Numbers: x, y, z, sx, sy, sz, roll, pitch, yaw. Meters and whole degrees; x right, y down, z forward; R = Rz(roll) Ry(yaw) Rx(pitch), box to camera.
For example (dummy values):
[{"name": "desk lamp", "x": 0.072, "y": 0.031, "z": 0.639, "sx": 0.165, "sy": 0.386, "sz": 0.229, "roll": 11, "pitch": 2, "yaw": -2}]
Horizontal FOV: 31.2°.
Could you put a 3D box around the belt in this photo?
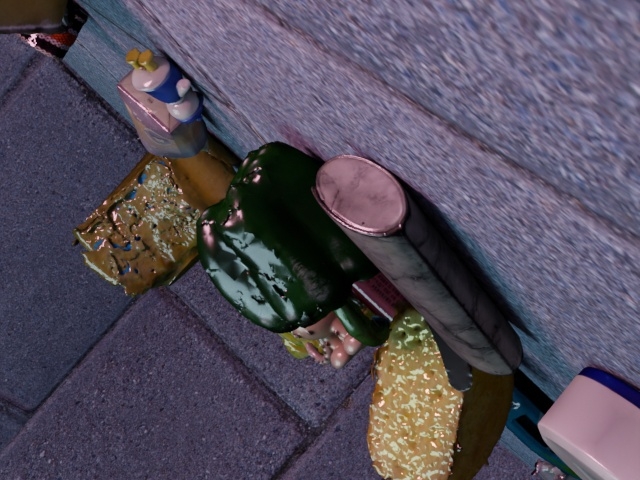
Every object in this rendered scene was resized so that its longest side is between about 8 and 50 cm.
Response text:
[{"name": "belt", "x": -0.484, "y": -0.391, "z": 1.818, "sx": 0.359, "sy": 0.094, "sz": 0.126, "roll": 40, "pitch": 180, "yaw": 38}]

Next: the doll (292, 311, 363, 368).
[{"name": "doll", "x": -0.042, "y": 0.057, "z": 1.587, "sx": 0.278, "sy": 0.119, "sz": 0.154, "roll": 52, "pitch": 141, "yaw": 2}]

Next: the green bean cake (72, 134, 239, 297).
[{"name": "green bean cake", "x": -0.266, "y": -0.038, "z": 1.960, "sx": 0.202, "sy": 0.310, "sz": 0.285, "roll": 45, "pitch": 178, "yaw": -10}]

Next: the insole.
[{"name": "insole", "x": 0.138, "y": 0.099, "z": 1.251, "sx": 0.045, "sy": 0.002, "sz": 0.135, "roll": -20, "pitch": 85, "yaw": 43}]

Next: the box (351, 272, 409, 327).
[{"name": "box", "x": 0.060, "y": 0.042, "z": 1.490, "sx": 0.224, "sy": 0.069, "sz": 0.120, "roll": 44, "pitch": 176, "yaw": -11}]

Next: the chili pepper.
[{"name": "chili pepper", "x": -0.003, "y": 0.020, "z": 1.227, "sx": 0.261, "sy": 0.174, "sz": 0.165, "roll": 46, "pitch": 147, "yaw": -12}]

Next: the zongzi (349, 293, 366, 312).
[{"name": "zongzi", "x": 0.018, "y": 0.010, "z": 1.611, "sx": 0.189, "sy": 0.081, "sz": 0.178, "roll": 21, "pitch": 146, "yaw": 55}]

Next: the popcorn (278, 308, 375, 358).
[{"name": "popcorn", "x": -0.016, "y": 0.109, "z": 2.045, "sx": 0.256, "sy": 0.195, "sz": 0.255, "roll": 28, "pitch": 171, "yaw": 30}]

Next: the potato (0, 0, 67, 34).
[{"name": "potato", "x": -0.420, "y": -0.331, "z": 1.314, "sx": 0.247, "sy": 0.196, "sz": 0.300, "roll": 6, "pitch": -169, "yaw": 14}]

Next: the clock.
[{"name": "clock", "x": 0.298, "y": 0.212, "z": 0.997, "sx": 0.230, "sy": 0.083, "sz": 0.230, "roll": 39, "pitch": 175, "yaw": 4}]

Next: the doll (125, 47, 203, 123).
[{"name": "doll", "x": -0.192, "y": -0.192, "z": 1.459, "sx": 0.099, "sy": 0.057, "sz": 0.143, "roll": 12, "pitch": 159, "yaw": 37}]

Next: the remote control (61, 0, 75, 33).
[{"name": "remote control", "x": -0.456, "y": -0.420, "z": 1.457, "sx": 0.145, "sy": 0.062, "sz": 0.399, "roll": 36, "pitch": 172, "yaw": 45}]

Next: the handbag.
[{"name": "handbag", "x": -0.225, "y": -0.177, "z": 1.664, "sx": 0.117, "sy": 0.095, "sz": 0.173, "roll": 44, "pitch": 173, "yaw": 11}]

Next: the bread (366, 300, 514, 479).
[{"name": "bread", "x": 0.149, "y": 0.182, "z": 1.342, "sx": 0.140, "sy": 0.228, "sz": 0.143, "roll": -8, "pitch": -155, "yaw": -42}]

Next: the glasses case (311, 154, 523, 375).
[{"name": "glasses case", "x": 0.099, "y": 0.031, "z": 1.058, "sx": 0.114, "sy": 0.060, "sz": 0.299, "roll": 38, "pitch": 175, "yaw": 41}]

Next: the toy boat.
[{"name": "toy boat", "x": 0.261, "y": 0.237, "z": 1.535, "sx": 0.299, "sy": 0.092, "sz": 0.134, "roll": 42, "pitch": 179, "yaw": -21}]
